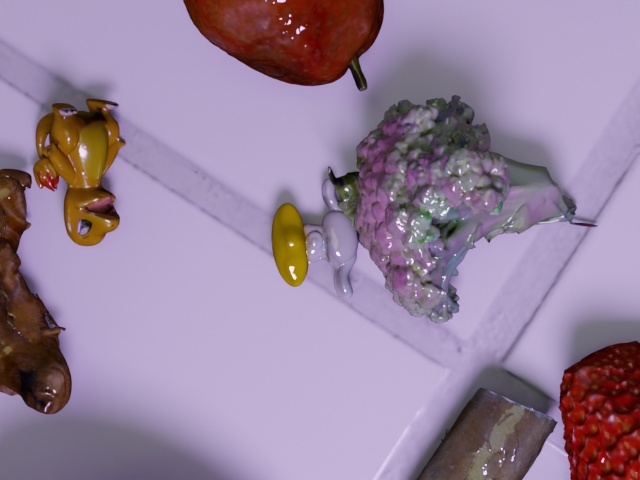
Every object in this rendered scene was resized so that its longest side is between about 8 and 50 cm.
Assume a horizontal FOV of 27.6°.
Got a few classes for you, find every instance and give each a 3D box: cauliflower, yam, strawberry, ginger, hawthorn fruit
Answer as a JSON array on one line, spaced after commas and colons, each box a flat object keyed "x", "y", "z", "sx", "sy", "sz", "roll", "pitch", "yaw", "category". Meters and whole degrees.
[{"x": 0.165, "y": -0.048, "z": 1.440, "sx": 0.315, "sy": 0.239, "sz": 0.256, "roll": -1, "pitch": 42, "yaw": -9, "category": "cauliflower"}, {"x": 0.157, "y": 0.286, "z": 1.451, "sx": 0.106, "sy": 0.106, "sz": 0.259, "roll": 31, "pitch": 90, "yaw": 10, "category": "yam"}, {"x": 0.391, "y": 0.252, "z": 1.353, "sx": 0.312, "sy": 0.267, "sz": 0.351, "roll": -12, "pitch": 49, "yaw": -30, "category": "strawberry"}, {"x": -0.373, "y": 0.067, "z": 1.551, "sx": 0.133, "sy": 0.107, "sz": 0.309, "roll": -19, "pitch": 79, "yaw": 17, "category": "ginger"}, {"x": -0.030, "y": -0.276, "z": 1.476, "sx": 0.224, "sy": 0.224, "sz": 0.261, "roll": -41, "pitch": 101, "yaw": 5, "category": "hawthorn fruit"}]

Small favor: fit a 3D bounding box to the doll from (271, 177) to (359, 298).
[{"x": -0.001, "y": -0.008, "z": 1.518, "sx": 0.113, "sy": 0.071, "sz": 0.135, "roll": 15, "pitch": 84, "yaw": 3, "category": "doll"}]

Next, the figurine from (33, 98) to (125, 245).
[{"x": -0.299, "y": -0.079, "z": 1.567, "sx": 0.122, "sy": 0.121, "sz": 0.176, "roll": -5, "pitch": 95, "yaw": 37, "category": "figurine"}]
